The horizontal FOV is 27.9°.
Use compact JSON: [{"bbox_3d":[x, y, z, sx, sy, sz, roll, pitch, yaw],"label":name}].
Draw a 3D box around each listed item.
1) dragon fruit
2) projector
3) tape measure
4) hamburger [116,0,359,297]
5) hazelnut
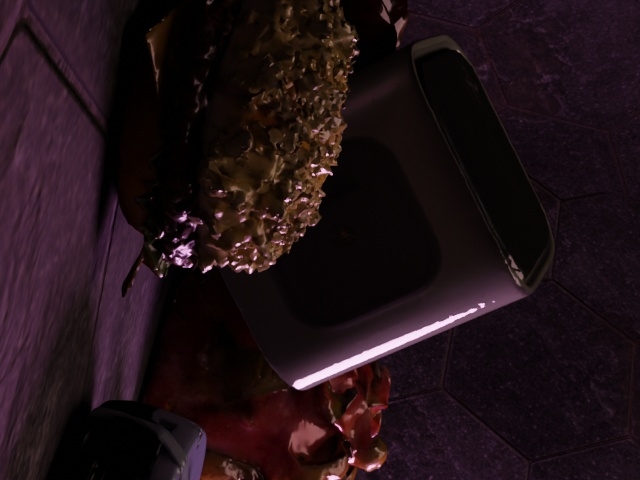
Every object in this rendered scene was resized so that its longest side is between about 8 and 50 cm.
[{"bbox_3d":[-0.052,0.183,1.403,0.314,0.263,0.296,104,0,-67],"label":"dragon fruit"},{"bbox_3d":[0.054,-0.030,1.235,0.248,0.249,0.248,63,21,-4],"label":"projector"},{"bbox_3d":[-0.145,0.208,0.946,0.182,0.107,0.181,99,11,-56],"label":"tape measure"},{"bbox_3d":[-0.052,-0.085,0.883,0.262,0.138,0.243,-73,177,-51],"label":"hamburger"},{"bbox_3d":[0.008,-0.253,1.299,0.170,0.160,0.202,61,23,-45],"label":"hazelnut"}]
